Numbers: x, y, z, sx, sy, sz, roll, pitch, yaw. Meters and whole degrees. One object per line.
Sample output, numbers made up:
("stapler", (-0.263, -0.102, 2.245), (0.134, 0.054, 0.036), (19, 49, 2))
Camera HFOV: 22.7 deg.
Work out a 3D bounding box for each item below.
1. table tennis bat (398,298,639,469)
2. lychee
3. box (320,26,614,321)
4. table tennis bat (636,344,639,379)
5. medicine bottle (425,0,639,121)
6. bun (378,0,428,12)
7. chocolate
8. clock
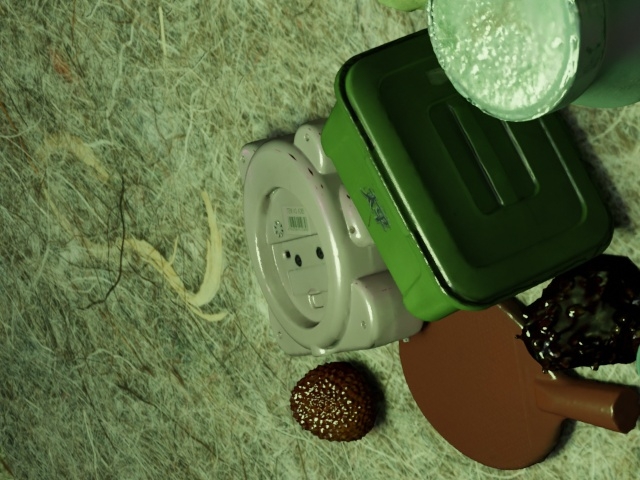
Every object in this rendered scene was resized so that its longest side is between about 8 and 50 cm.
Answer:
("table tennis bat", (0.244, 0.185, 2.086), (0.414, 0.051, 0.268), (9, 115, 51))
("lychee", (0.020, 0.238, 2.343), (0.129, 0.123, 0.123), (-4, 110, 16))
("box", (0.160, -0.078, 1.888), (0.329, 0.253, 0.178), (64, 157, 8))
("table tennis bat", (0.445, 0.112, 1.771), (0.149, 0.038, 0.237), (30, 128, 11))
("medicine bottle", (0.272, -0.248, 1.596), (0.245, 0.290, 0.245), (28, 129, 41))
("bun", (0.146, -0.336, 1.837), (0.126, 0.204, 0.212), (60, -172, -34))
("chocolate", (0.303, 0.105, 1.893), (0.156, 0.133, 0.156), (31, 134, 38))
("clock", (0.000, 0.000, 2.223), (0.295, 0.113, 0.322), (-13, 93, 60))
